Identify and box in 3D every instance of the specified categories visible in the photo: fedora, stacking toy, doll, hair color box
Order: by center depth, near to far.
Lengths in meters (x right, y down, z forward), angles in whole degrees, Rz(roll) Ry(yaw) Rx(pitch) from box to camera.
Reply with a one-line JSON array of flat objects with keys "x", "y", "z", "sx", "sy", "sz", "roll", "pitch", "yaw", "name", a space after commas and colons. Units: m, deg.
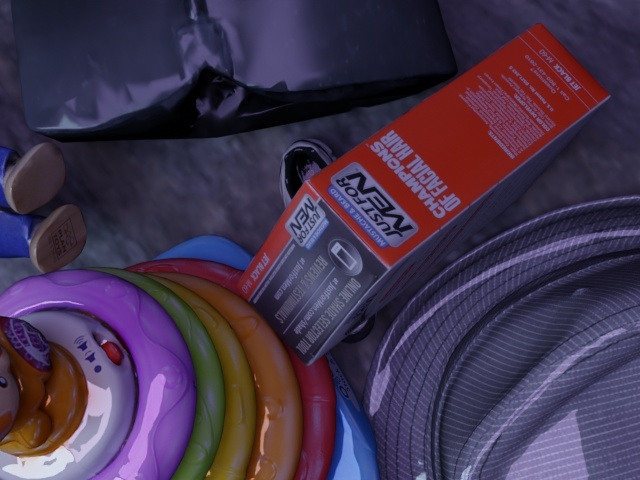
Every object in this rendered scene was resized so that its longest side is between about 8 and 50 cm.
[{"x": -0.095, "y": 0.069, "z": 0.560, "sx": 0.165, "sy": 0.302, "sz": 0.175, "roll": -34, "pitch": 72, "yaw": 5, "name": "stacking toy"}, {"x": 0.048, "y": -0.023, "z": 0.614, "sx": 0.053, "sy": 0.093, "sz": 0.167, "roll": 47, "pitch": 52, "yaw": 8, "name": "hair color box"}, {"x": 0.148, "y": 0.096, "z": 0.617, "sx": 0.275, "sy": 0.124, "sz": 0.244, "roll": -10, "pitch": 84, "yaw": 7, "name": "fedora"}, {"x": -0.210, "y": -0.023, "z": 0.693, "sx": 0.189, "sy": 0.129, "sz": 0.046, "roll": 11, "pitch": 43, "yaw": 27, "name": "doll"}]

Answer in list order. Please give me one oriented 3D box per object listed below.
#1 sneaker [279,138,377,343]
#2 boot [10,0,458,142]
[{"x": 0.000, "y": 0.000, "z": 0.686, "sx": 0.040, "sy": 0.044, "sz": 0.109, "roll": -18, "pitch": 85, "yaw": 4, "name": "sneaker"}, {"x": 0.004, "y": -0.285, "z": 0.653, "sx": 0.366, "sy": 0.146, "sz": 0.445, "roll": -10, "pitch": 81, "yaw": 15, "name": "boot"}]
